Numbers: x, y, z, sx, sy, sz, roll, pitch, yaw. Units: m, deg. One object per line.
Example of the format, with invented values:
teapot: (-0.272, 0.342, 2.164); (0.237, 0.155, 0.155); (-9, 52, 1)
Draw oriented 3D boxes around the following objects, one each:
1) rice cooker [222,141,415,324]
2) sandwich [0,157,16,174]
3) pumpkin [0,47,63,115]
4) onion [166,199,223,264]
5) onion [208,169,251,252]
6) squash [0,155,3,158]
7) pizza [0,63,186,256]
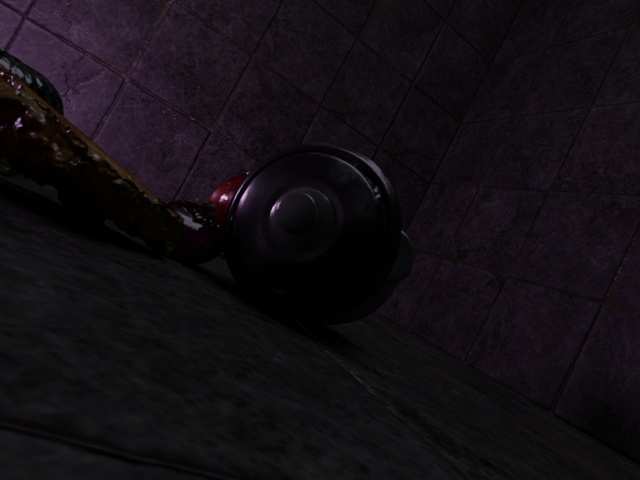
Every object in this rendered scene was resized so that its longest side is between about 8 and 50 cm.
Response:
rice cooker: (0.000, 0.000, 0.704); (0.316, 0.264, 0.316); (19, -10, 3)
sandwich: (-0.447, -0.114, 0.625); (0.044, 0.031, 0.083); (32, -4, -28)
pumpkin: (-0.509, -0.216, 0.671); (0.220, 0.162, 0.220); (35, 3, -2)
onion: (-0.196, -0.018, 0.683); (0.115, 0.104, 0.115); (40, 11, -9)
onion: (-0.174, -0.045, 1.199); (0.276, 0.276, 0.276); (28, -3, 2)
squash: (-0.501, -0.168, 0.527); (0.258, 0.069, 0.069); (27, -3, -6)
pizza: (-0.299, -0.092, 0.517); (0.335, 0.086, 0.226); (45, -9, -21)
